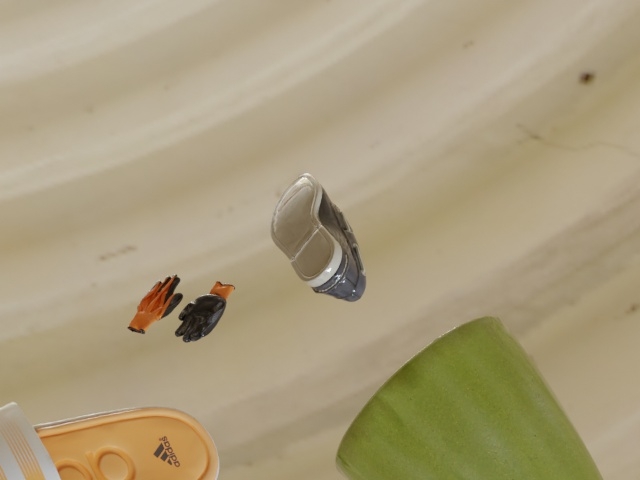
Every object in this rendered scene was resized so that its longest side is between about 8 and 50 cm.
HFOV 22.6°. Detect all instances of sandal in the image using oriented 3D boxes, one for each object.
[{"bbox_3d":[-0.156,0.133,0.901,0.102,0.265,0.076,58,-44,16],"label":"sandal"}]

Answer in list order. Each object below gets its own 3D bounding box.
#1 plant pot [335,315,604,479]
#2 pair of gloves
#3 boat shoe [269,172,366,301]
[{"bbox_3d":[0.214,0.289,1.911,0.293,0.275,0.275,47,-54,23],"label":"plant pot"},{"bbox_3d":[-0.124,0.060,1.427,0.083,0.010,0.074,10,-132,26],"label":"pair of gloves"},{"bbox_3d":[0.000,0.000,1.683,0.075,0.065,0.206,-46,-152,13],"label":"boat shoe"}]
